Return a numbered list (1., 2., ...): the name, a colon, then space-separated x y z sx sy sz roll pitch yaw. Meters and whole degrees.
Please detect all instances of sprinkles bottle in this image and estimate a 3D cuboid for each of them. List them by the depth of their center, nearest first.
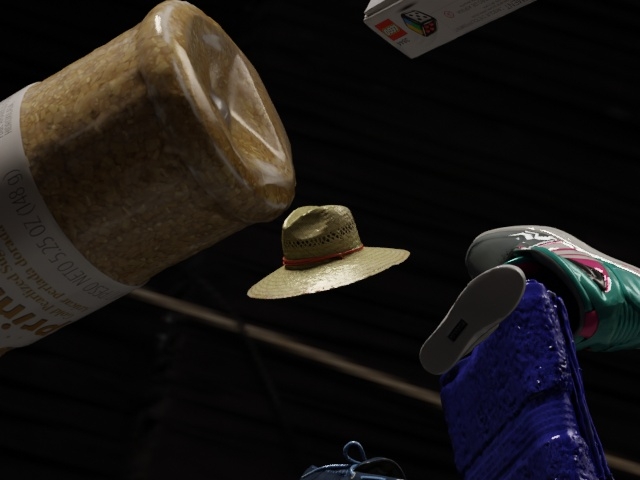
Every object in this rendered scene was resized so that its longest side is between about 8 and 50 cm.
1. sprinkles bottle: -0.190 0.008 0.774 0.355 0.121 0.121 -28 27 17

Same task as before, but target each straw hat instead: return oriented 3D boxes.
1. straw hat: 0.000 0.000 1.263 0.144 0.144 0.061 -122 19 -80

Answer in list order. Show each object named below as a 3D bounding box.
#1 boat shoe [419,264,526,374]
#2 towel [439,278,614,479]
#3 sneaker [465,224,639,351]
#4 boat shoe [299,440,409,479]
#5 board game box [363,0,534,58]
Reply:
1. boat shoe: 0.111 0.054 1.051 0.100 0.035 0.035 -52 -12 19
2. towel: 0.195 0.218 1.334 0.228 0.076 0.308 116 150 -56
3. sneaker: 0.228 0.054 1.657 0.295 0.178 0.124 20 104 49
4. boat shoe: 0.070 0.290 1.676 0.258 0.109 0.089 12 74 54
5. board game box: 0.154 -0.275 0.987 0.193 0.053 0.305 -17 42 57
